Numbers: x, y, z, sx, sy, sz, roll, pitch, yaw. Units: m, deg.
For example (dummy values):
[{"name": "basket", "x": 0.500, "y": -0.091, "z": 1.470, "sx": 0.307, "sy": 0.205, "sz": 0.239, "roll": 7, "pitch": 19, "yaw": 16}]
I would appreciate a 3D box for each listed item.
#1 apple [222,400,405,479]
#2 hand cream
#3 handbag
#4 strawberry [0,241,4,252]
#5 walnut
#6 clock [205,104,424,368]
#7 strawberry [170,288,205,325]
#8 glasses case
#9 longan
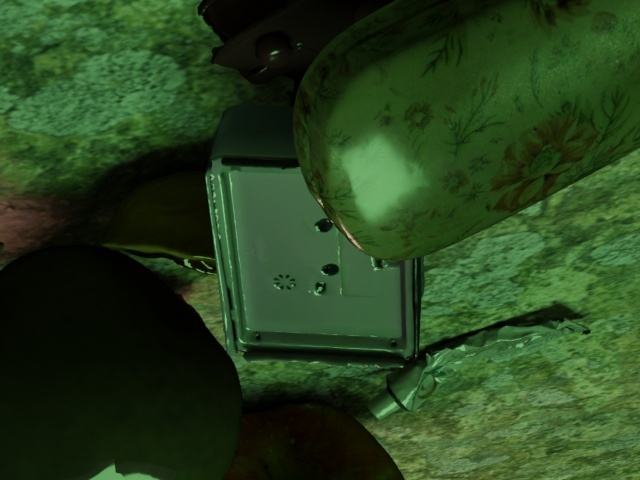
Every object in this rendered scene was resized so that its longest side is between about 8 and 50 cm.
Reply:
[{"name": "apple", "x": -0.053, "y": 0.364, "z": 1.907, "sx": 0.339, "sy": 0.340, "sz": 0.339, "roll": -9, "pitch": 157, "yaw": -4}, {"name": "hand cream", "x": 0.167, "y": 0.134, "z": 1.824, "sx": 0.257, "sy": 0.050, "sz": 0.084, "roll": -26, "pitch": 155, "yaw": 18}, {"name": "handbag", "x": 0.055, "y": -0.151, "z": 1.093, "sx": 0.203, "sy": 0.074, "sz": 0.216, "roll": 14, "pitch": 147, "yaw": -43}, {"name": "strawberry", "x": -0.368, "y": 0.029, "z": 1.209, "sx": 0.244, "sy": 0.205, "sz": 0.205, "roll": 8, "pitch": 160, "yaw": 14}, {"name": "walnut", "x": -0.068, "y": -0.012, "z": 1.324, "sx": 0.211, "sy": 0.087, "sz": 0.167, "roll": 16, "pitch": 177, "yaw": -30}, {"name": "clock", "x": -0.001, "y": 0.000, "z": 1.162, "sx": 0.144, "sy": 0.073, "sz": 0.193, "roll": 3, "pitch": 134, "yaw": 6}, {"name": "strawberry", "x": -0.172, "y": 0.103, "z": 1.521, "sx": 0.145, "sy": 0.145, "sz": 0.086, "roll": -30, "pitch": 112, "yaw": 37}, {"name": "glasses case", "x": 0.180, "y": -0.130, "z": 1.009, "sx": 0.425, "sy": 0.098, "sz": 0.156, "roll": -28, "pitch": 133, "yaw": -11}, {"name": "longan", "x": -0.190, "y": 0.121, "z": 1.328, "sx": 0.246, "sy": 0.246, "sz": 0.215, "roll": 1, "pitch": 169, "yaw": -25}]
